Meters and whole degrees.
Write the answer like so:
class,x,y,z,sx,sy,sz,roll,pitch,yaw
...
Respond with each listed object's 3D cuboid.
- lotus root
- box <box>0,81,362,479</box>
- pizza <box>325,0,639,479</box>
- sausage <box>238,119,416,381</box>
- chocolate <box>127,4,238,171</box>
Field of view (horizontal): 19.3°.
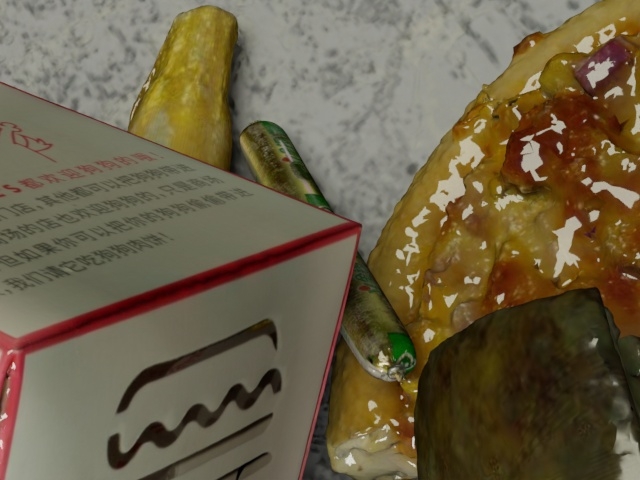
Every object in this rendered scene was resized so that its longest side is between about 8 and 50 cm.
class,x,y,z,sx,sy,sz,roll,pitch,yaw
lotus root,0.134,0.189,0.902,0.142,0.210,0.314,-23,78,12
box,-0.198,0.102,0.967,0.312,0.314,0.300,23,111,25
pizza,0.168,0.003,1.034,0.409,0.114,0.277,-42,59,8
sausage,0.000,0.000,1.082,0.033,0.033,0.269,-37,39,5
chocolate,-0.089,-0.040,1.161,0.086,0.085,0.219,6,71,22
